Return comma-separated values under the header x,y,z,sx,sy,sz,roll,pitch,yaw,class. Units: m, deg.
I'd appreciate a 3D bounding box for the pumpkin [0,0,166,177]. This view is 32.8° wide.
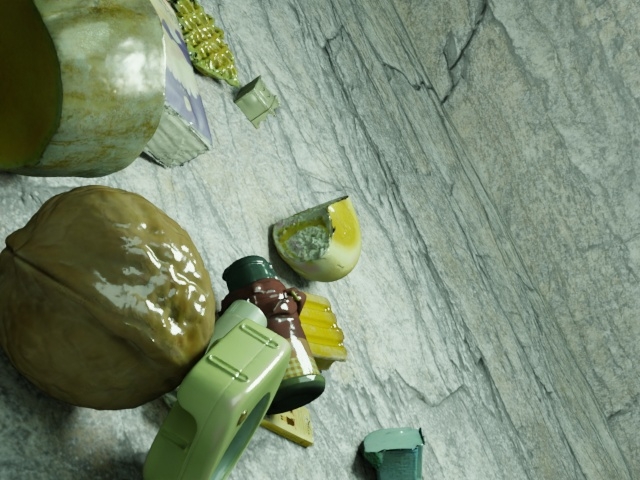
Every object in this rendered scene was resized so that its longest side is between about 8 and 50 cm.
x,y,z,sx,sy,sz,roll,pitch,yaw,class
-0.400,-0.252,1.562,0.199,0.332,0.332,-6,67,-58,pumpkin

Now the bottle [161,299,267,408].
x,y,z,sx,sy,sz,roll,pitch,yaw,class
-0.165,0.185,1.712,0.072,0.072,0.201,51,52,-18,bottle

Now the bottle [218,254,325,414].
x,y,z,sx,sy,sz,roll,pitch,yaw,class
-0.086,0.151,1.862,0.156,0.143,0.271,-11,66,-22,bottle

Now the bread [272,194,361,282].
x,y,z,sx,sy,sz,roll,pitch,yaw,class
-0.001,0.010,2.245,0.156,0.158,0.260,69,23,-4,bread

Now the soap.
x,y,z,sx,sy,sz,roll,pitch,yaw,class
-0.049,0.166,2.051,0.232,0.073,0.140,17,46,-56,soap

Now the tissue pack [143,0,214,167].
x,y,z,sx,sy,sz,roll,pitch,yaw,class
-0.324,-0.331,1.990,0.242,0.125,0.344,42,27,-60,tissue pack

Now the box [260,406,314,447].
x,y,z,sx,sy,sz,roll,pitch,yaw,class
-0.064,0.311,1.922,0.149,0.020,0.073,35,33,-42,box

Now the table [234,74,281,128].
x,y,z,sx,sy,sz,roll,pitch,yaw,class
-0.138,-0.310,2.432,0.083,0.062,0.079,50,26,-20,table

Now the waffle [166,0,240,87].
x,y,z,sx,sy,sz,roll,pitch,yaw,class
-0.265,-0.436,2.343,0.223,0.054,0.204,26,40,-53,waffle

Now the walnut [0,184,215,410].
x,y,z,sx,sy,sz,roll,pitch,yaw,class
-0.290,0.078,1.450,0.313,0.277,0.252,38,21,-44,walnut

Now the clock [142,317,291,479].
x,y,z,sx,sy,sz,roll,pitch,yaw,class
-0.158,0.272,1.502,0.096,0.308,0.235,29,25,8,clock

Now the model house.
x,y,z,sx,sy,sz,roll,pitch,yaw,class
0.148,0.449,2.094,0.148,0.119,0.149,-98,-179,-85,model house
